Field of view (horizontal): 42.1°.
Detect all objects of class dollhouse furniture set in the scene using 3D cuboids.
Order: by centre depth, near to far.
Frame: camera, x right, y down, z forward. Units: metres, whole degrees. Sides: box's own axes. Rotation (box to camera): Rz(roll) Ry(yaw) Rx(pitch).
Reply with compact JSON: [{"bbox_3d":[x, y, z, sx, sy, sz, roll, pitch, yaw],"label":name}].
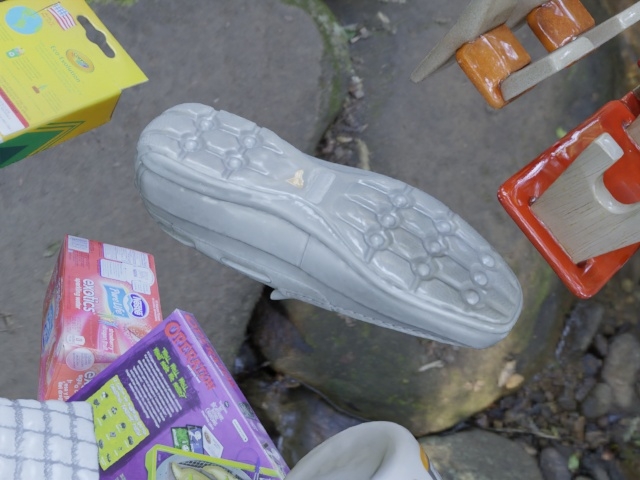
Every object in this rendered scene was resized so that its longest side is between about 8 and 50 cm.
[{"bbox_3d":[0.211,-0.056,0.547,0.259,0.135,0.262,-33,84,-35],"label":"dollhouse furniture set"}]

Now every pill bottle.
[{"bbox_3d":[0.085,0.324,0.786,0.162,0.162,0.278,-38,103,-25],"label":"pill bottle"}]

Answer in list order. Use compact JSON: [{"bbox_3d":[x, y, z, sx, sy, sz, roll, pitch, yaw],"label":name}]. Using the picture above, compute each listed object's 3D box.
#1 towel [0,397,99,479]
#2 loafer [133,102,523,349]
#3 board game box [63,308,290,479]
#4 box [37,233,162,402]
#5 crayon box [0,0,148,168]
[{"bbox_3d":[-0.222,0.214,0.402,0.235,0.121,0.284,17,46,-39],"label":"towel"},{"bbox_3d":[0.000,0.000,0.651,0.319,0.111,0.112,28,49,11],"label":"loafer"},{"bbox_3d":[-0.158,0.281,1.004,0.208,0.056,0.347,-40,66,11],"label":"board game box"},{"bbox_3d":[-0.332,0.135,1.259,0.154,0.300,0.142,14,115,-24],"label":"box"},{"bbox_3d":[-0.427,-0.224,1.159,0.318,0.081,0.202,-33,81,-38],"label":"crayon box"}]
